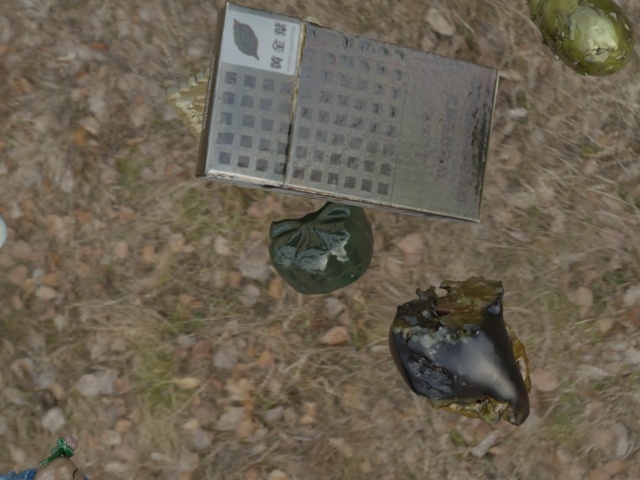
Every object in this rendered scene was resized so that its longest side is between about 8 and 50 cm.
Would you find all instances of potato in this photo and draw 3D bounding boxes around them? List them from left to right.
[{"bbox_3d":[0.300,-0.253,1.243,0.090,0.225,0.117,-40,110,14],"label":"potato"}]

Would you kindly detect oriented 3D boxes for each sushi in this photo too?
[{"bbox_3d":[0.223,0.177,1.617,0.213,0.200,0.204,5,121,30],"label":"sushi"}]

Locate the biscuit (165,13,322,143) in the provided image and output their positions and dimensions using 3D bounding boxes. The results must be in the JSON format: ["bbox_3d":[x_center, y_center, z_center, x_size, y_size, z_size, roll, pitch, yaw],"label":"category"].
[{"bbox_3d":[-0.091,-0.253,1.882,0.325,0.044,0.217,-25,121,23],"label":"biscuit"}]

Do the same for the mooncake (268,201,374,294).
[{"bbox_3d":[0.000,0.000,1.728,0.175,0.104,0.168,-45,42,-11],"label":"mooncake"}]

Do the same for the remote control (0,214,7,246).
[{"bbox_3d":[-0.649,-0.006,1.773,0.047,0.244,0.087,-124,30,-53],"label":"remote control"}]

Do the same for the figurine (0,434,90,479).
[{"bbox_3d":[-0.431,0.375,1.653,0.178,0.114,0.144,10,97,26],"label":"figurine"}]

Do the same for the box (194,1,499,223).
[{"bbox_3d":[0.035,-0.129,1.144,0.047,0.325,0.180,-179,97,-67],"label":"box"}]
